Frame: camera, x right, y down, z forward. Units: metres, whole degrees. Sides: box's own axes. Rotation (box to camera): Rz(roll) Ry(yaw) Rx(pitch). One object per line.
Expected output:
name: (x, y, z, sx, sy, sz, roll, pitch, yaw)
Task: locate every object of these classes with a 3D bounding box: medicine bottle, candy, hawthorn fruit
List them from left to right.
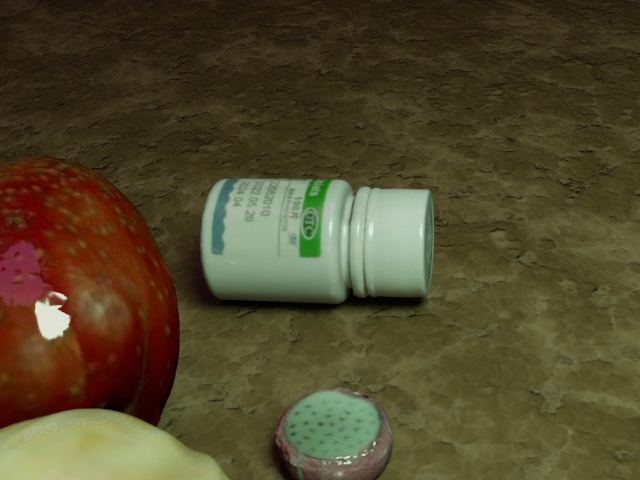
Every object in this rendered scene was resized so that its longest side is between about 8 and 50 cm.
hawthorn fruit: (-0.234, 0.094, 0.756, 0.285, 0.284, 0.369, -25, 46, -28)
medicine bottle: (0.000, 0.000, 0.970, 0.237, 0.139, 0.139, 0, 33, 13)
candy: (0.012, 0.173, 0.783, 0.103, 0.043, 0.103, -3, 30, 2)

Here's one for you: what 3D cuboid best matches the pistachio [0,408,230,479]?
pistachio: (-0.187, 0.242, 0.542, 0.321, 0.229, 0.238, -33, 0, -15)
